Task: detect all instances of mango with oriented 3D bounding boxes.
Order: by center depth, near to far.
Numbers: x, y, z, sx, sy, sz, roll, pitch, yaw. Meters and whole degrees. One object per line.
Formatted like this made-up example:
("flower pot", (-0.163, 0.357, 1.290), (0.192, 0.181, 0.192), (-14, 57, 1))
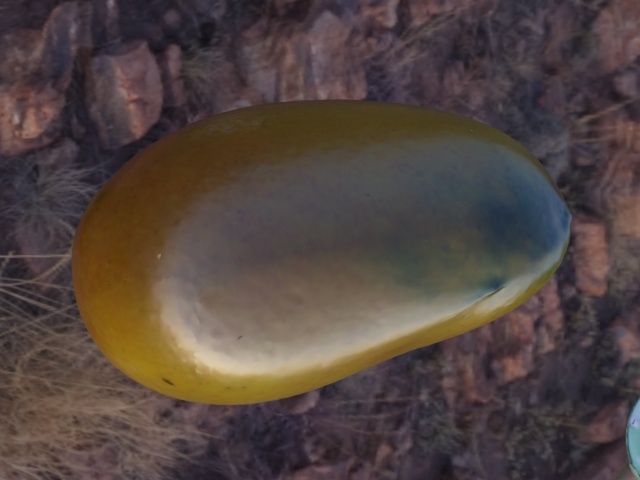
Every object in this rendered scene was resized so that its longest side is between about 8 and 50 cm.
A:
("mango", (-0.005, -0.004, 0.509), (0.255, 0.175, 0.139), (-14, 134, -10))

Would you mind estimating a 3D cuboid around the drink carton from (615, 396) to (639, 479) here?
("drink carton", (0.283, 0.180, 0.679), (0.144, 0.142, 0.146), (-24, 63, -14))
